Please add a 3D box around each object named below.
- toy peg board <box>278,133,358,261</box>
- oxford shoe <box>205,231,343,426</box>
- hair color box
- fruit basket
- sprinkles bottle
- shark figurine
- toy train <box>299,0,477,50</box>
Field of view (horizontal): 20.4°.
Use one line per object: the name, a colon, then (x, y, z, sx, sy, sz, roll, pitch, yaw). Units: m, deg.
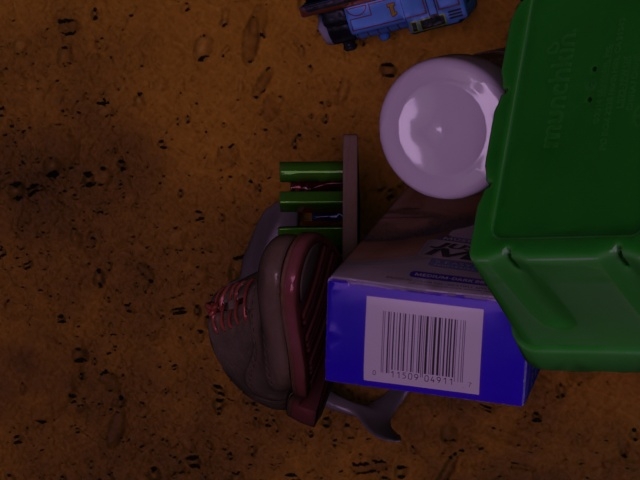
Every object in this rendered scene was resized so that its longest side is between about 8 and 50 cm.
toy peg board: (0.000, 0.000, 1.779, 0.079, 0.160, 0.161, 0, 65, 2)
oxford shoe: (-0.052, 0.083, 1.665, 0.130, 0.348, 0.123, 17, 64, 7)
hair color box: (0.136, 0.039, 1.691, 0.185, 0.339, 0.110, 7, 107, 14)
fruit basket: (0.319, -0.058, 1.466, 0.283, 0.392, 0.392, -1, 103, 37)
sprinkles bottle: (0.173, -0.120, 1.632, 0.121, 0.355, 0.121, 4, 101, 24)
shark figurine: (-0.033, 0.114, 1.880, 0.166, 0.116, 0.278, -31, 91, 21)
toy train: (0.065, -0.254, 1.787, 0.184, 0.080, 0.105, -13, 104, 18)
